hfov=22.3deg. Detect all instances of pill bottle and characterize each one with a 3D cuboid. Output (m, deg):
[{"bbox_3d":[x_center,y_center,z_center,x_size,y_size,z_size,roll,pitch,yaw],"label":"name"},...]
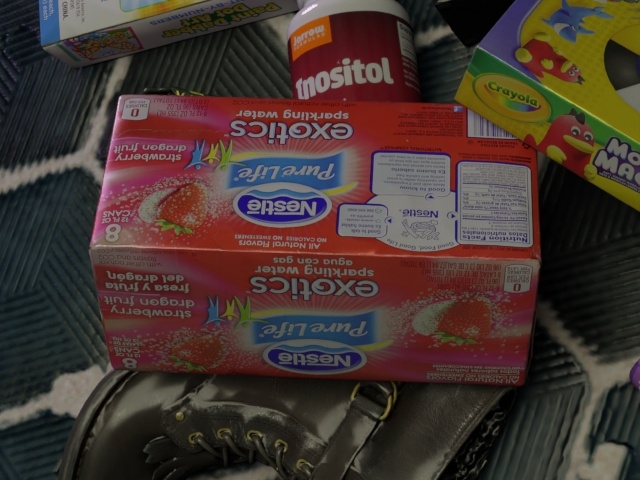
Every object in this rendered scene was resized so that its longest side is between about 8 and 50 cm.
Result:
[{"bbox_3d":[0.023,-0.108,1.076,0.086,0.086,0.152,-14,70,19],"label":"pill bottle"}]

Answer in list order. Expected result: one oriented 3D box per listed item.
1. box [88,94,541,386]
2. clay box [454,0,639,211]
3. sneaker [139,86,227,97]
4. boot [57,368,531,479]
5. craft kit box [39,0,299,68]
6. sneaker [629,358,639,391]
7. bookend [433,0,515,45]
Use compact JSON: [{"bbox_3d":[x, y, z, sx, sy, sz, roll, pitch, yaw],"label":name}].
[{"bbox_3d":[0.000,0.000,0.973,0.257,0.123,0.128,2,48,2],"label":"box"},{"bbox_3d":[0.205,-0.075,0.948,0.222,0.053,0.127,31,51,10],"label":"clay box"},{"bbox_3d":[-0.092,-0.091,1.146,0.083,0.035,0.031,5,78,24],"label":"sneaker"},{"bbox_3d":[-0.022,0.134,1.024,0.229,0.091,0.263,36,89,27],"label":"boot"},{"bbox_3d":[-0.092,-0.273,1.189,0.246,0.061,0.250,-12,71,22],"label":"craft kit box"},{"bbox_3d":[0.234,0.143,0.917,0.161,0.102,0.282,20,73,29],"label":"sneaker"},{"bbox_3d":[0.145,-0.230,1.067,0.156,0.072,0.157,-15,69,17],"label":"bookend"}]
